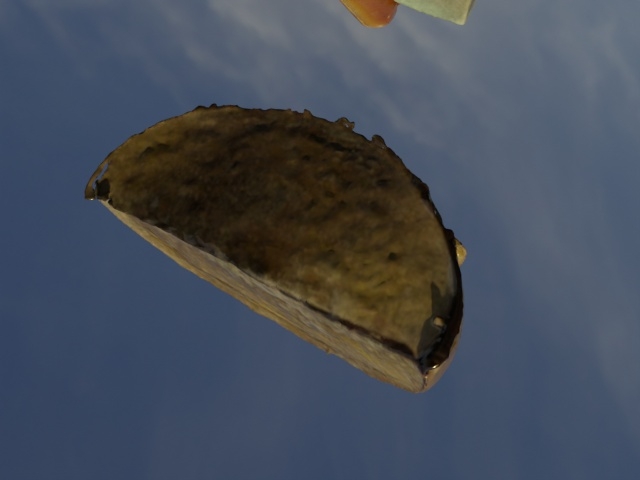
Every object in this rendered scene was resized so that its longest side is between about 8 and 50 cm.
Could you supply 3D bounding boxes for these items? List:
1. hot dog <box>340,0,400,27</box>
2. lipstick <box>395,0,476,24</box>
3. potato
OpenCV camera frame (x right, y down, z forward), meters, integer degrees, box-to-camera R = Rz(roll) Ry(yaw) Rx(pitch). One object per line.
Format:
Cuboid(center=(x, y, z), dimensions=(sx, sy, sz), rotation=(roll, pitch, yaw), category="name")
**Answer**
Cuboid(center=(0.033, -0.313, 1.403), dimensions=(0.235, 0.062, 0.092), rotation=(30, -115, -60), category="hot dog")
Cuboid(center=(0.143, -0.358, 1.074), dimensions=(0.076, 0.372, 0.080), rotation=(22, -133, 7), category="lipstick")
Cuboid(center=(-0.001, 0.000, 0.774), dimensions=(0.261, 0.120, 0.100), rotation=(27, 162, 28), category="potato")
